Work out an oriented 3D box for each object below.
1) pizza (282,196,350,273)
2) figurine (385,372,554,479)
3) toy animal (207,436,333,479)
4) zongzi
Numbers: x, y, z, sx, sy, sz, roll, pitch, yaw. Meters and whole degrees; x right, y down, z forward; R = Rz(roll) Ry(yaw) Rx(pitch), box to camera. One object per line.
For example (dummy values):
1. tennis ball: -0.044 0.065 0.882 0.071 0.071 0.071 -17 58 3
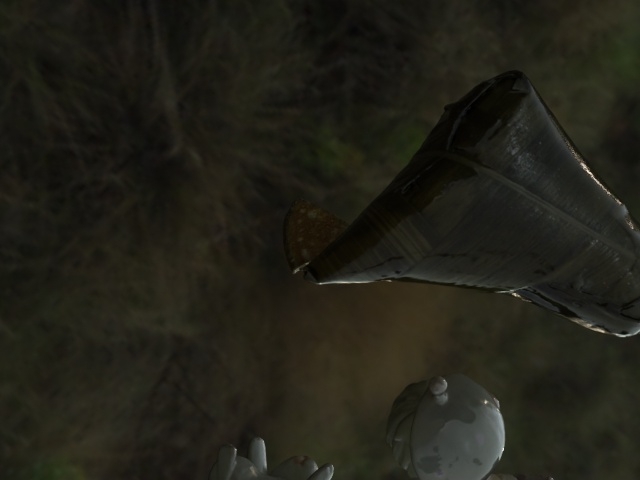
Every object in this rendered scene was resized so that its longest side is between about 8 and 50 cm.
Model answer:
1. pizza: -0.001 0.000 1.481 0.025 0.078 0.083 104 -9 -60
2. figurine: 0.153 0.247 1.595 0.182 0.144 0.257 -44 119 -11
3. toy animal: -0.049 0.356 2.124 0.282 0.140 0.138 -5 115 -54
4. zongzi: 0.160 0.026 1.390 0.288 0.286 0.134 -43 -175 -19
